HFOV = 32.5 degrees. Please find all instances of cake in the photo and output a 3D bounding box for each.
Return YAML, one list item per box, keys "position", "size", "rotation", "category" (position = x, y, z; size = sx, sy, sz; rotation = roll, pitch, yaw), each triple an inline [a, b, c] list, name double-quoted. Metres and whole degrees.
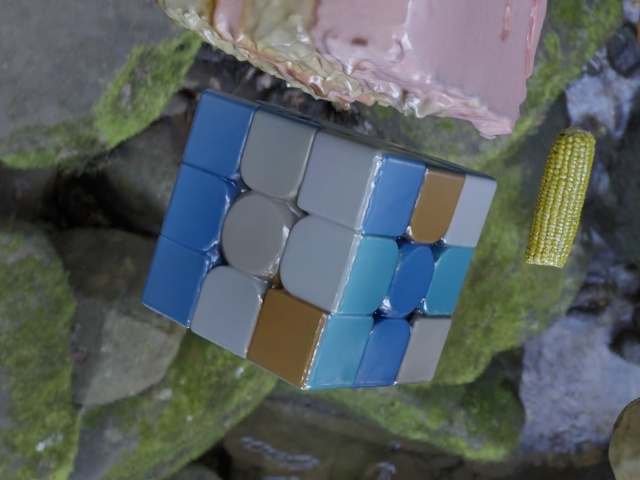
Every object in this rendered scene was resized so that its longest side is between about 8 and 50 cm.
- position: [0.047, -0.288, 1.130]
  size: [0.307, 0.314, 0.293]
  rotation: [18, 95, 34]
  category: "cake"

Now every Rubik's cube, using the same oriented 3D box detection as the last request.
- position: [0.000, 0.000, 1.632]
  size: [0.346, 0.347, 0.344]
  rotation: [5, 104, -56]
  category: "Rubik's cube"

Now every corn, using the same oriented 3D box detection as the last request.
- position: [0.409, -0.070, 1.874]
  size: [0.081, 0.081, 0.248]
  rotation: [9, 105, -7]
  category: "corn"

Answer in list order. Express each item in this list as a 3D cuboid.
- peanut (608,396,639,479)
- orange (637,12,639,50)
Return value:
- position: [0.293, 0.161, 0.688]
  size: [0.228, 0.104, 0.085]
  rotation: [18, 85, 14]
  category: "peanut"
- position: [0.577, -0.278, 1.454]
  size: [0.312, 0.312, 0.312]
  rotation: [-1, 125, -1]
  category: "orange"
